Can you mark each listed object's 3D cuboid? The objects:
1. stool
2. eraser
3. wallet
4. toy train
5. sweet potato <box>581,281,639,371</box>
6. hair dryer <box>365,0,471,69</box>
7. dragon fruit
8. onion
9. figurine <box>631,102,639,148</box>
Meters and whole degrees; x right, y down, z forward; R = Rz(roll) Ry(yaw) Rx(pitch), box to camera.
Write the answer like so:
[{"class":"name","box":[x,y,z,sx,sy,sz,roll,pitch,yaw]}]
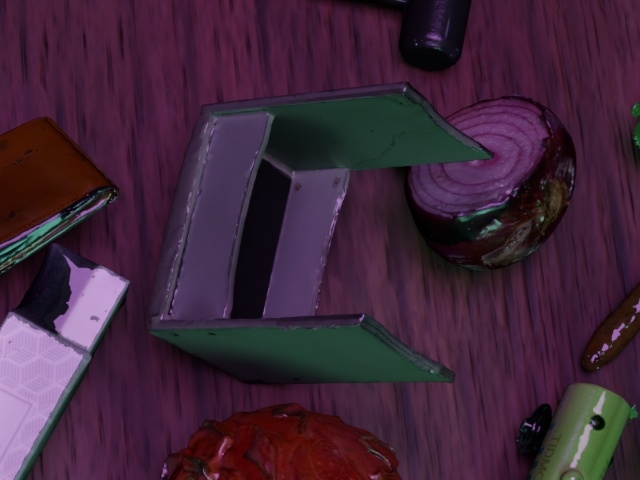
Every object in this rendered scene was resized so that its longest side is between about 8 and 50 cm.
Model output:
[{"class":"stool","box":[0.000,0.000,1.869,0.270,0.170,0.243,-3,67,38]},{"class":"eraser","box":[-0.321,0.199,1.864,0.096,0.098,0.404,29,72,0]},{"class":"wallet","box":[-0.319,-0.038,1.929,0.195,0.042,0.161,-31,47,-15]},{"class":"toy train","box":[0.233,0.251,1.900,0.105,0.157,0.253,26,71,1]},{"class":"sweet potato","box":[0.378,0.046,2.032,0.269,0.075,0.074,-34,81,-13]},{"class":"hair dryer","box":[0.039,-0.262,2.080,0.248,0.070,0.114,11,72,-1]},{"class":"dragon fruit","box":[-0.037,0.270,1.821,0.252,0.241,0.241,-15,76,-22]},{"class":"onion","box":[0.155,-0.062,2.007,0.218,0.140,0.195,17,66,36]},{"class":"figurine","box":[0.397,-0.153,2.082,0.156,0.095,0.115,-21,89,-18]}]
